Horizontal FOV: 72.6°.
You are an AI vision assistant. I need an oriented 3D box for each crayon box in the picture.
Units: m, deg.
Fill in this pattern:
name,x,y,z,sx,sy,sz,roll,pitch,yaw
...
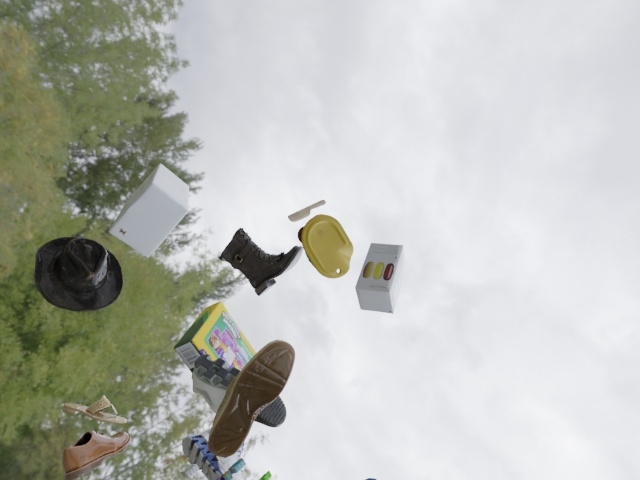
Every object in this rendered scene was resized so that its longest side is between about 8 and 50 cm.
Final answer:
name,x,y,z,sx,sy,sz,roll,pitch,yaw
crayon box,-0.422,0.492,1.865,0.106,0.313,0.363,-26,-75,17

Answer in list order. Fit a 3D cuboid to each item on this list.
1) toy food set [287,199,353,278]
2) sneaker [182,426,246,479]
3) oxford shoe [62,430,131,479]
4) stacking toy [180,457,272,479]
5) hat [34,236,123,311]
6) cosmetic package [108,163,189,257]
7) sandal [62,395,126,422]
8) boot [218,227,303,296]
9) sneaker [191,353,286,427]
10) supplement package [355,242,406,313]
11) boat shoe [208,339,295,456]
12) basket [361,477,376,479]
name,x,y,z,sx,sy,sz,roll,pitch,yaw
toy food set,0.000,0.000,1.174,0.218,0.128,0.071,60,-22,-13
sneaker,-0.310,0.755,1.499,0.315,0.182,0.127,41,-56,22
oxford shoe,-0.496,0.459,0.980,0.212,0.076,0.076,71,-5,-80
stacking toy,-0.269,0.678,1.256,0.167,0.221,0.052,59,-40,6
hat,-0.852,0.089,1.583,0.134,0.331,0.331,-43,-114,31
cosmetic package,-0.641,-0.133,1.680,0.230,0.161,0.453,-48,-156,4
sandal,-0.845,0.625,1.646,0.088,0.240,0.079,101,1,-79
boot,-0.214,0.044,1.518,0.263,0.091,0.229,-43,-97,13
sneaker,-0.258,0.494,1.356,0.330,0.122,0.146,28,-64,15
supplement package,0.238,0.142,1.683,0.139,0.244,0.134,3,-46,22
boat shoe,-0.192,0.396,1.154,0.341,0.121,0.110,-55,-161,1
basket,0.139,0.790,1.205,0.289,0.201,0.255,110,-17,-47
